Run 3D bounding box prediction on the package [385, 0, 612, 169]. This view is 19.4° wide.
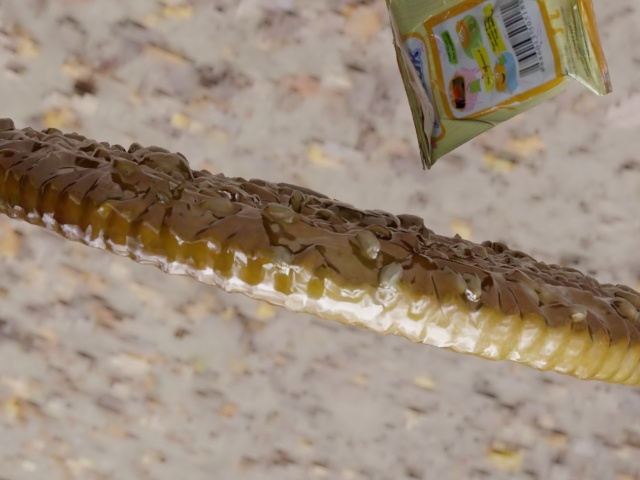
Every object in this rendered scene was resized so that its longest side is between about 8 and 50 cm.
[{"bbox_3d":[0.063,-0.093,0.730,0.031,0.108,0.121,-7,171,-38],"label":"package"}]

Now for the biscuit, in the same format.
[{"bbox_3d":[0.000,0.000,0.734,0.305,0.038,0.305,15,-177,-1],"label":"biscuit"}]
